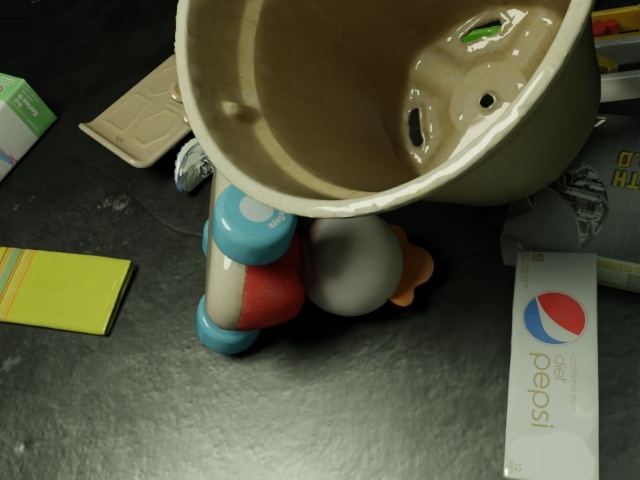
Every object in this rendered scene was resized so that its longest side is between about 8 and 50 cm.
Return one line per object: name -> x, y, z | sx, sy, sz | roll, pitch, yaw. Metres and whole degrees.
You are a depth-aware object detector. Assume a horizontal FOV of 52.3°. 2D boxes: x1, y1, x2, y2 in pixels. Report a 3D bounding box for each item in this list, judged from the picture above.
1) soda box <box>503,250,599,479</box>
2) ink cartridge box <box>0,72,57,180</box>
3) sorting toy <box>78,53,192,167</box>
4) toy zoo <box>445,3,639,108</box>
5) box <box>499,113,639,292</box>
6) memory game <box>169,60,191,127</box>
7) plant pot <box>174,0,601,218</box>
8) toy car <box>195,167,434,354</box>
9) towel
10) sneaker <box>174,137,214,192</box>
soda box -> 0.207, 0.116, 0.582 | 0.073, 0.069, 0.216 | 2, 57, 19
ink cartridge box -> -0.542, -0.157, 1.001 | 0.154, 0.093, 0.212 | 20, 67, 28
sorting toy -> -0.225, -0.190, 0.945 | 0.208, 0.038, 0.193 | -42, 46, -18
toy zoo -> 0.298, -0.217, 0.769 | 0.293, 0.030, 0.192 | -4, 38, 15
box -> 0.319, -0.039, 0.658 | 0.231, 0.056, 0.183 | 13, 61, 26
memory game -> -0.111, -0.204, 0.882 | 0.186, 0.012, 0.186 | 6, 67, -13
plant pot -> 0.102, -0.160, 0.569 | 0.333, 0.305, 0.334 | -6, 79, 33
toy car -> 0.000, 0.000, 0.684 | 0.237, 0.219, 0.210 | 6, 53, -13
towel -> -0.354, 0.063, 0.836 | 0.237, 0.021, 0.102 | 4, 64, 20
sneaker -> -0.142, -0.116, 0.868 | 0.058, 0.052, 0.135 | 22, 66, 25
